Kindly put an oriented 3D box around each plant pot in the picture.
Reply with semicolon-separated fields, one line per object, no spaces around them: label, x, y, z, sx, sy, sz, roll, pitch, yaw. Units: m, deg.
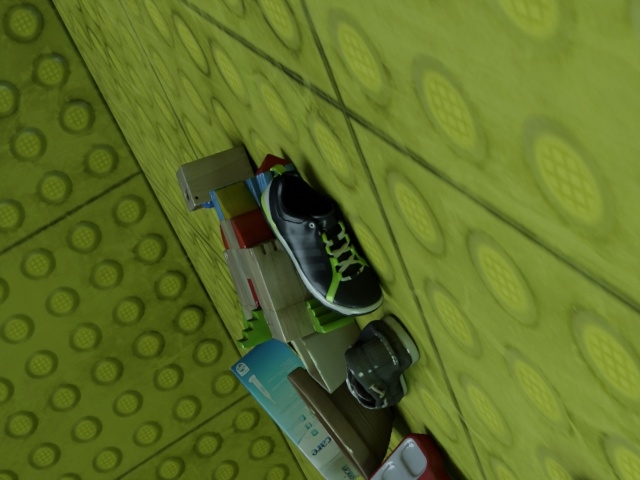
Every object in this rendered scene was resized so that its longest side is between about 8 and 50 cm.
plant pot;0.054;0.299;1.898;0.237;0.109;0.237;52;172;10
plant pot;0.015;0.168;1.779;0.109;0.096;0.109;63;167;-19

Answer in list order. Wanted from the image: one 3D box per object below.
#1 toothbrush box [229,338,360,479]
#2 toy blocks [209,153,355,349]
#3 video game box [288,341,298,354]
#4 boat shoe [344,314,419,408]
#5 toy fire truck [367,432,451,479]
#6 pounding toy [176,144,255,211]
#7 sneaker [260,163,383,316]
toothbrush box;-0.028;0.357;2.239;0.295;0.126;0.216;46;172;27
toy blocks;-0.081;0.010;1.665;0.381;0.190;0.261;173;77;-76
video game box;-0.077;0.140;2.207;0.187;0.048;0.205;35;154;57
boat shoe;0.071;0.195;1.620;0.112;0.095;0.335;55;168;15
toy fire truck;0.133;0.489;1.719;0.169;0.302;0.254;10;-143;-42
pounding toy;-0.164;-0.091;1.822;0.141;0.130;0.100;159;91;-78
sneaker;0.000;0.000;1.444;0.235;0.084;0.097;48;150;10
